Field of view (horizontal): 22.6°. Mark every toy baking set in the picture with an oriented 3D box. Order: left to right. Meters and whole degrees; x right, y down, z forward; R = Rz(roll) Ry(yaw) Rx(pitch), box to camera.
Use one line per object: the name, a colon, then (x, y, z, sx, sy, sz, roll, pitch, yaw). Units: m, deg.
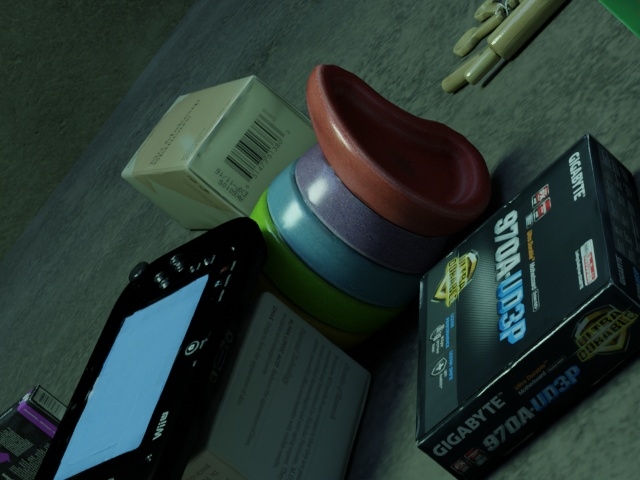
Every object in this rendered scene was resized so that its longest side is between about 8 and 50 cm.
toy baking set: (0.207, -0.255, 1.602, 0.256, 0.030, 0.197, -45, 17, 18)

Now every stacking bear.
stacking bear: (-0.006, 0.027, 1.346, 0.289, 0.175, 0.164, -52, 24, 26)

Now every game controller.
game controller: (-0.133, 0.111, 1.203, 0.166, 0.067, 0.319, -37, 24, 40)

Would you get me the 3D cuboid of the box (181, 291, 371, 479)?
box: (-0.074, 0.170, 1.256, 0.181, 0.119, 0.182, -38, 21, 35)

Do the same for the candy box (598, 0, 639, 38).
candy box: (0.300, -0.227, 0.886, 0.317, 0.268, 0.122, -39, 23, 33)

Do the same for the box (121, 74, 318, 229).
box: (-0.126, -0.102, 1.975, 0.148, 0.121, 0.311, -55, 17, -13)

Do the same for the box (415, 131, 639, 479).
box: (0.143, 0.042, 1.092, 0.175, 0.051, 0.220, -43, 18, 24)

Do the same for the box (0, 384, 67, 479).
box: (-0.308, 0.231, 1.739, 0.162, 0.116, 0.029, -37, 20, 38)
